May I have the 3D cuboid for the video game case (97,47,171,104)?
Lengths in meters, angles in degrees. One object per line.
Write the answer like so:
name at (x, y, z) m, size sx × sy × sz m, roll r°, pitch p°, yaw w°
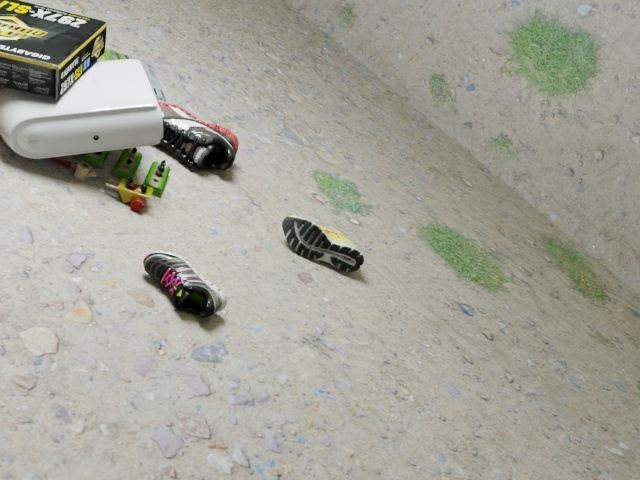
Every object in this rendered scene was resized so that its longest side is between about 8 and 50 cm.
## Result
video game case at (-0.500, -0.420, 2.017) m, size 0.206 × 0.026 × 0.227 m, roll 12°, pitch 34°, yaw -35°

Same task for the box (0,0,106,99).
box at (-0.622, -0.397, 1.558) m, size 0.321 × 0.079 × 0.257 m, roll 14°, pitch 33°, yaw 1°

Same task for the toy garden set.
toy garden set at (-0.437, -0.164, 1.630) m, size 0.244 × 0.049 × 0.204 m, roll 26°, pitch 28°, yaw -14°

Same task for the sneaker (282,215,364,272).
sneaker at (0.000, 0.000, 1.808) m, size 0.208 × 0.081 × 0.094 m, roll 31°, pitch 19°, yaw -19°

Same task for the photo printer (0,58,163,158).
photo printer at (-0.492, -0.270, 1.585) m, size 0.307 × 0.107 × 0.256 m, roll -9°, pitch 38°, yaw -17°

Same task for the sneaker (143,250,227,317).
sneaker at (-0.248, 0.082, 1.407) m, size 0.170 × 0.063 × 0.075 m, roll 36°, pitch 20°, yaw -4°

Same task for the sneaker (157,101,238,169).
sneaker at (-0.313, -0.238, 1.832) m, size 0.276 × 0.098 × 0.135 m, roll 21°, pitch 27°, yaw -26°
